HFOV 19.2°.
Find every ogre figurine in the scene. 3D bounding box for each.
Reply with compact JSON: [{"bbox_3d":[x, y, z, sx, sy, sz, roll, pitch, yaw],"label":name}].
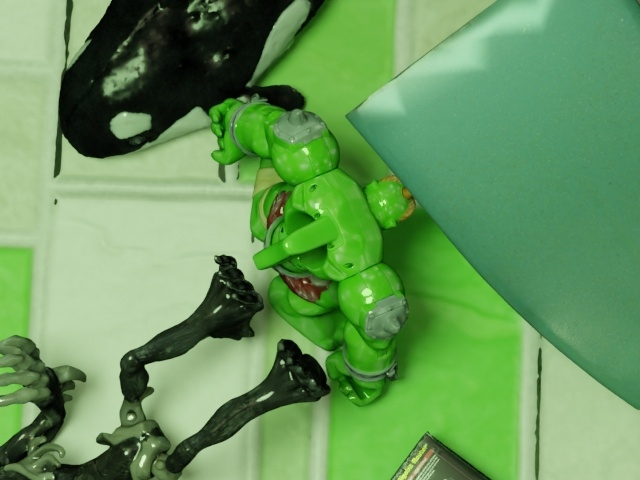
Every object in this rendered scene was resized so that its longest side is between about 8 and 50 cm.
[{"bbox_3d":[0.000,0.000,1.115,0.096,0.118,0.197,-5,83,-19],"label":"ogre figurine"}]

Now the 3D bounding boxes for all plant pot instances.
[{"bbox_3d":[0.158,-0.033,1.091,0.165,0.165,0.234,-37,91,10],"label":"plant pot"}]

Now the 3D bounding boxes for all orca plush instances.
[{"bbox_3d":[-0.042,-0.152,1.164,0.287,0.102,0.151,-22,79,0],"label":"orca plush"}]

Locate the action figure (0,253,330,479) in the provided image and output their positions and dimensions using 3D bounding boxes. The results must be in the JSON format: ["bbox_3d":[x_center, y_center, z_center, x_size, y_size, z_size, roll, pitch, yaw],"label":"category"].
[{"bbox_3d":[-0.138,0.124,1.098,0.275,0.141,0.164,-39,62,3],"label":"action figure"}]

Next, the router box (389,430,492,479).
[{"bbox_3d":[0.063,0.190,1.129,0.092,0.038,0.122,37,84,9],"label":"router box"}]
